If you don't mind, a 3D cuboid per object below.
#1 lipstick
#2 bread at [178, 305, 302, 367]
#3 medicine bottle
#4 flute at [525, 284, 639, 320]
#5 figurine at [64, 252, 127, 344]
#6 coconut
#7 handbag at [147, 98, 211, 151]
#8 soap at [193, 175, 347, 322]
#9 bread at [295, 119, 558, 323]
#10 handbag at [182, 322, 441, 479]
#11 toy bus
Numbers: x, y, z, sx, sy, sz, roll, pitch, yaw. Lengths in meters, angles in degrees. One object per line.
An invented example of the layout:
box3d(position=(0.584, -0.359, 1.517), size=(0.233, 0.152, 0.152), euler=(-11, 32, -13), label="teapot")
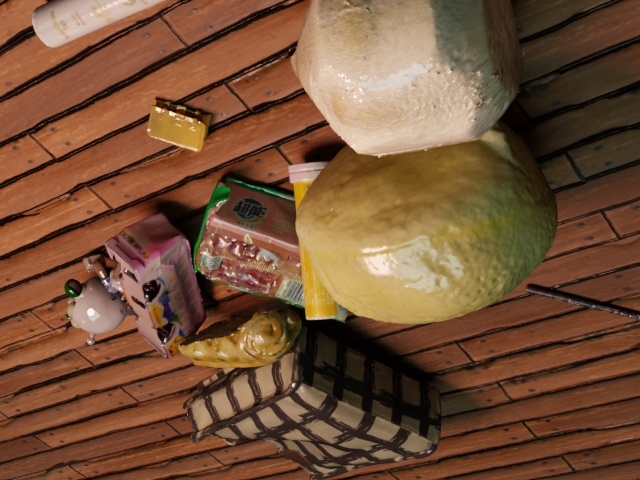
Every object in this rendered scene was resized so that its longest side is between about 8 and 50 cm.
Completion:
box3d(position=(-0.244, -0.306, 1.341), size=(0.264, 0.059, 0.059), euler=(-16, 132, 29), label="lipstick")
box3d(position=(-0.126, 0.159, 1.724), size=(0.232, 0.128, 0.088), euler=(-16, 91, 48), label="bread")
box3d(position=(0.000, 0.000, 1.512), size=(0.074, 0.218, 0.074), euler=(-5, 179, 0), label="medicine bottle")
box3d(position=(0.445, 0.106, 1.667), size=(0.269, 0.014, 0.014), euler=(15, 139, -2), label="flute")
box3d(position=(-0.348, 0.078, 1.778), size=(0.147, 0.093, 0.197), euler=(9, 121, -44), label="figurine")
box3d(position=(0.090, -0.214, 1.232), size=(0.247, 0.245, 0.245), euler=(-10, 135, 24), label="coconut")
box3d(position=(-0.199, -0.161, 1.517), size=(0.083, 0.027, 0.061), euler=(18, 140, -5), label="handbag")
box3d(position=(-0.051, 0.023, 1.634), size=(0.273, 0.098, 0.218), euler=(18, 139, -6), label="soap")
box3d(position=(0.140, -0.023, 1.381), size=(0.320, 0.320, 0.237), euler=(-21, 120, 33), label="bread")
box3d(position=(-0.015, 0.295, 1.874), size=(0.325, 0.162, 0.327), euler=(29, 138, -30), label="handbag")
box3d(position=(-0.255, 0.072, 1.704), size=(0.090, 0.112, 0.274), euler=(39, 156, 25), label="toy bus")
